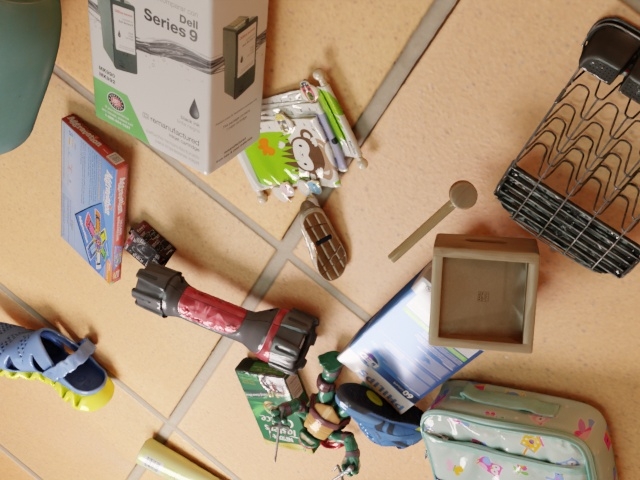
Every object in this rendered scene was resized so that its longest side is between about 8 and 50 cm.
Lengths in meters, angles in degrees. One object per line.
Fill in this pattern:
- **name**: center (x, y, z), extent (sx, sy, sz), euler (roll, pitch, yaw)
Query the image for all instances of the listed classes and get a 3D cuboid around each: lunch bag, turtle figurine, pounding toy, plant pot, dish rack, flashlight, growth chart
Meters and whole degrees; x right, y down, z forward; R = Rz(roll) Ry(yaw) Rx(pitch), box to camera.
- **lunch bag**: center (0.283, 0.316, 1.383), extent (0.279, 0.108, 0.224), euler (3, 127, 34)
- **turtle figurine**: center (0.004, 0.297, 1.566), extent (0.175, 0.118, 0.234), euler (25, 122, -5)
- **pounding toy**: center (0.178, 0.023, 1.177), extent (0.181, 0.094, 0.206), euler (4, 103, 9)
- **plant pot**: center (-0.498, -0.301, 1.314), extent (0.293, 0.293, 0.235), euler (39, 123, 2)
- **dish rack**: center (0.323, -0.084, 1.045), extent (0.208, 0.074, 0.271), euler (35, 140, 8)
- **flashlight**: center (-0.158, 0.117, 1.525), extent (0.304, 0.103, 0.103), euler (21, 108, 12)
- **growth chart**: center (-0.039, -0.132, 1.304), extent (0.237, 0.021, 0.172), euler (-13, 115, 44)

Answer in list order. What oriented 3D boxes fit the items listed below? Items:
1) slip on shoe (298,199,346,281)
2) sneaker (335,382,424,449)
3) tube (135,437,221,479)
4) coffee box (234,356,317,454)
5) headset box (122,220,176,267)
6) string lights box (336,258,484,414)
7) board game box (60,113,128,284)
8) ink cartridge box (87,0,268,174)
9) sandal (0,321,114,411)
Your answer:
- **slip on shoe**: center (0.000, 0.000, 1.375), extent (0.135, 0.051, 0.041), euler (63, 178, -38)
- **sneaker**: center (0.084, 0.279, 1.446), extent (0.082, 0.069, 0.209), euler (-46, 135, 16)
- **tube**: center (-0.272, 0.498, 1.987), extent (0.240, 0.062, 0.070), euler (28, 180, 7)
- **coffee box**: center (-0.072, 0.293, 1.673), extent (0.113, 0.040, 0.184), euler (5, 127, 33)
- **headset box**: center (-0.293, 0.011, 1.601), extent (0.083, 0.032, 0.062), euler (41, 138, 0)
- **string lights box**: center (0.145, 0.136, 1.354), extent (0.133, 0.077, 0.259), euler (41, 138, 0)
- **board game box**: center (-0.382, -0.063, 1.585), extent (0.145, 0.027, 0.281), euler (41, 141, 22)
- **ink cartridge box**: center (-0.185, -0.263, 1.209), extent (0.211, 0.121, 0.289), euler (28, 136, 22)
- **sandal**: center (-0.562, 0.225, 1.926), extent (0.317, 0.126, 0.138), euler (17, 130, 13)
